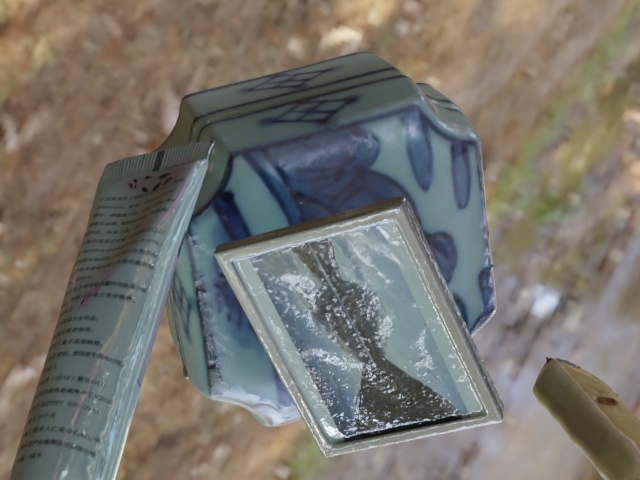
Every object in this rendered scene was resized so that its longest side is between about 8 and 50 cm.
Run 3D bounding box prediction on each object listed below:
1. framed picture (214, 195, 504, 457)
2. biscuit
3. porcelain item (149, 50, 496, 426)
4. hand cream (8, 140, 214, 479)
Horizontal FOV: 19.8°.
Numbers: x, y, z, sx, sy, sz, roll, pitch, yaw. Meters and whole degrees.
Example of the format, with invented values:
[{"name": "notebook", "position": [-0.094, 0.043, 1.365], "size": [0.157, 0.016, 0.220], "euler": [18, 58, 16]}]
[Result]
[{"name": "framed picture", "position": [0.030, 0.068, 1.326], "size": [0.015, 0.150, 0.203], "euler": [-74, 145, -53]}, {"name": "biscuit", "position": [0.238, 0.162, 1.538], "size": [0.056, 0.188, 0.052], "euler": [27, 102, -31]}, {"name": "porcelain item", "position": [0.000, 0.000, 1.564], "size": [0.286, 0.157, 0.281], "euler": [-14, 118, -14]}, {"name": "hand cream", "position": [-0.133, 0.068, 1.081], "size": [0.058, 0.085, 0.331], "euler": [49, 39, -41]}]
